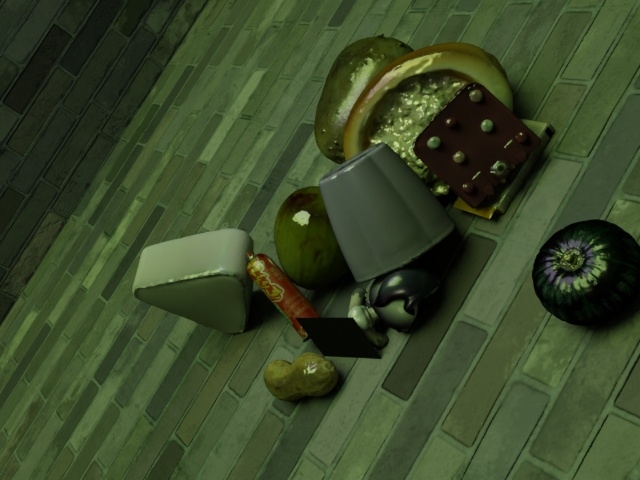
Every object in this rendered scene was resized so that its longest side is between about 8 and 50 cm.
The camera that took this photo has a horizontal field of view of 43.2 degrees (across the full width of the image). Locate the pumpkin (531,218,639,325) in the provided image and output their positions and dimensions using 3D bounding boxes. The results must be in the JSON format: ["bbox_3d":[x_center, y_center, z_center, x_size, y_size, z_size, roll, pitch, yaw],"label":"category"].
[{"bbox_3d":[0.471,0.055,1.435,0.202,0.140,0.202,-33,40,33],"label":"pumpkin"}]

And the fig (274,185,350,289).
[{"bbox_3d":[0.000,0.000,1.981,0.239,0.239,0.271,-121,39,-53],"label":"fig"}]

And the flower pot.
[{"bbox_3d":[0.129,-0.074,1.772,0.265,0.243,0.265,-29,10,6],"label":"flower pot"}]

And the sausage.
[{"bbox_3d":[-0.093,0.126,1.959,0.083,0.083,0.264,-45,77,14],"label":"sausage"}]

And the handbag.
[{"bbox_3d":[0.327,-0.202,1.714,0.203,0.216,0.074,-46,-3,9],"label":"handbag"}]

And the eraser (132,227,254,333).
[{"bbox_3d":[-0.279,0.092,2.090,0.331,0.331,0.150,-22,47,38],"label":"eraser"}]

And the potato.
[{"bbox_3d":[0.110,-0.375,2.148,0.359,0.219,0.270,-57,28,6],"label":"potato"}]

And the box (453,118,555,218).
[{"bbox_3d":[0.403,-0.159,1.786,0.247,0.033,0.129,-57,36,-4],"label":"box"}]

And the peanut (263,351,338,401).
[{"bbox_3d":[-0.052,0.317,1.875,0.229,0.098,0.103,-17,8,40],"label":"peanut"}]

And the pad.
[{"bbox_3d":[0.038,0.219,1.826,0.190,0.127,0.004,-7,36,47],"label":"pad"}]

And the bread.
[{"bbox_3d":[0.262,-0.266,1.895,0.424,0.245,0.329,-41,78,27],"label":"bread"}]

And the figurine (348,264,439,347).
[{"bbox_3d":[0.152,0.125,1.752,0.222,0.145,0.145,-38,38,30],"label":"figurine"}]
